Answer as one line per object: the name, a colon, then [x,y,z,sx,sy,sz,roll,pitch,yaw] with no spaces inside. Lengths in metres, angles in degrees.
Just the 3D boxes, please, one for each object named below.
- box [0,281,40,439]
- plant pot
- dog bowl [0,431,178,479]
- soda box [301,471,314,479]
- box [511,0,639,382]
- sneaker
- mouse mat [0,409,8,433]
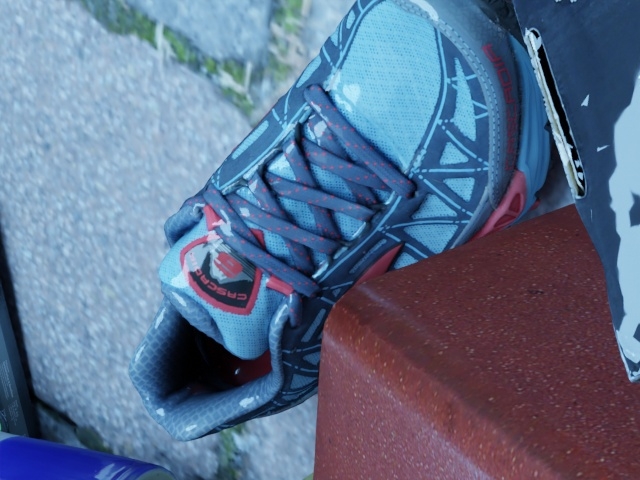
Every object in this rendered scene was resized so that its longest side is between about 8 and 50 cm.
box: [-0.248,0.033,1.103,0.175,0.051,0.220,12,124,38]
plant pot: [0.135,0.119,0.644,0.236,0.267,0.267,36,134,41]
dog bowl: [-0.147,0.228,0.957,0.104,0.265,0.265,8,121,12]
soda box: [0.045,0.178,0.901,0.181,0.058,0.061,25,128,33]
box: [0.156,-0.153,0.478,0.295,0.073,0.293,-38,57,40]
sneaker: [0.000,0.000,0.795,0.104,0.125,0.262,45,137,17]
mouse mat: [-0.241,0.101,1.098,0.152,0.007,0.190,41,139,14]
